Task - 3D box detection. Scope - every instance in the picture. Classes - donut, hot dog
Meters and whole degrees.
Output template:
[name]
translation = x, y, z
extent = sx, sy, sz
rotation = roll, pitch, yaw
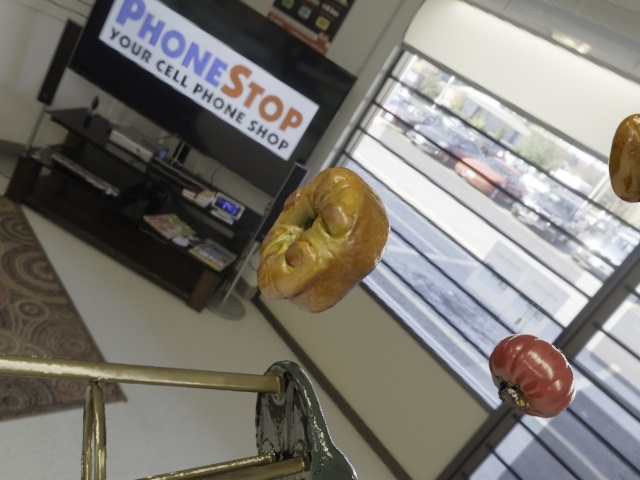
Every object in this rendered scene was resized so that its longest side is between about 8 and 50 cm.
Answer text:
[donut]
translation = 0.001, -0.002, 0.805
extent = 0.113, 0.227, 0.227
rotation = 34, 16, -24
[hot dog]
translation = 0.419, -0.093, 0.699
extent = 0.089, 0.140, 0.060
rotation = -4, 26, -3

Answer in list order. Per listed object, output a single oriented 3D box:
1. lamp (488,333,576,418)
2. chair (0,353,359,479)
[lamp]
translation = 0.258, 0.166, 0.668
extent = 0.107, 0.092, 0.107
rotation = 44, -24, 25
[chair]
translation = -0.086, 0.113, 0.308
extent = 0.221, 0.095, 0.104
rotation = 7, -16, -26
